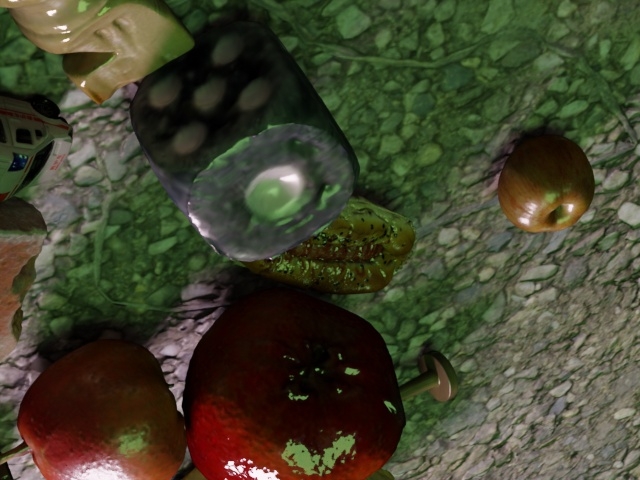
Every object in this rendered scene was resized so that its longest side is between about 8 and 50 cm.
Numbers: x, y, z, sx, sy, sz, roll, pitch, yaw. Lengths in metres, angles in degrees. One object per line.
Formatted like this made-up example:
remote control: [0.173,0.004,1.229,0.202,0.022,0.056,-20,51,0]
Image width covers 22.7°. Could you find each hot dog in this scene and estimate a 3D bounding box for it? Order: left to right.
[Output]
hot dog: [0.000,0.000,1.891,0.268,0.075,0.144,10,125,-39]

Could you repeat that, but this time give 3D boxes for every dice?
dice: [-0.078,-0.103,1.657,0.181,0.183,0.182,-32,139,3]

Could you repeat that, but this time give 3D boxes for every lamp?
lamp: [0.081,0.216,2.130,0.214,0.121,0.121,-23,140,-27]

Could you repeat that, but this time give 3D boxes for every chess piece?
chess piece: [-0.226,-0.229,1.503,0.137,0.137,0.301,-37,150,7]

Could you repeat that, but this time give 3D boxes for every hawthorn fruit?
hawthorn fruit: [-0.273,0.222,1.864,0.225,0.196,0.196,-17,138,-7]
hawthorn fruit: [-0.047,0.199,1.935,0.265,0.265,0.307,-14,166,-19]

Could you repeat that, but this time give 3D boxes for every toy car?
toy car: [-0.333,-0.090,1.566,0.209,0.108,0.089,12,124,-39]

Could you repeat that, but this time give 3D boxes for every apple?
apple: [0.283,-0.070,1.975,0.126,0.102,0.126,-18,139,-17]

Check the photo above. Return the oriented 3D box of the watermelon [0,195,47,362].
watermelon: [-0.406,0.038,1.610,0.302,0.151,0.264,3,133,-32]

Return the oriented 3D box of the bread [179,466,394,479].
bread: [-0.078,0.415,2.211,0.323,0.143,0.333,-43,139,14]

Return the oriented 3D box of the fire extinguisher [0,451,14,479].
fire extinguisher: [-0.500,0.321,1.908,0.267,0.072,0.089,-18,133,-15]
